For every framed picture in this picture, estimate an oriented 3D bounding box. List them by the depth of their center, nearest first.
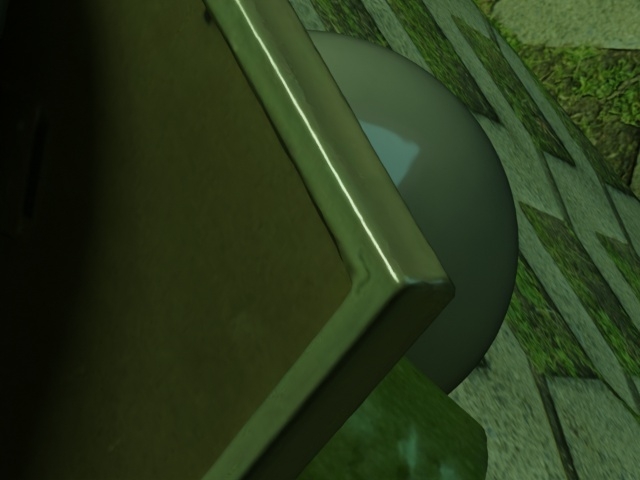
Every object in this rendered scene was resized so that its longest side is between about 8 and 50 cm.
[{"bbox_3d":[-0.098,-0.035,0.556,0.024,0.232,0.315,0,50,-41],"label":"framed picture"}]

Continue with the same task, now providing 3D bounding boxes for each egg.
[{"bbox_3d":[0.000,0.000,0.857,0.176,0.176,0.232,58,12,16],"label":"egg"}]

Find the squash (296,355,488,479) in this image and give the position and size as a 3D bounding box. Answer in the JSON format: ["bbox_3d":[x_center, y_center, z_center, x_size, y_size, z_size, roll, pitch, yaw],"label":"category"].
[{"bbox_3d":[-0.081,0.017,0.673,0.287,0.137,0.137,46,16,-20],"label":"squash"}]

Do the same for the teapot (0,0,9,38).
[{"bbox_3d":[-0.198,-0.105,0.526,0.183,0.183,0.251,38,9,-46],"label":"teapot"}]
